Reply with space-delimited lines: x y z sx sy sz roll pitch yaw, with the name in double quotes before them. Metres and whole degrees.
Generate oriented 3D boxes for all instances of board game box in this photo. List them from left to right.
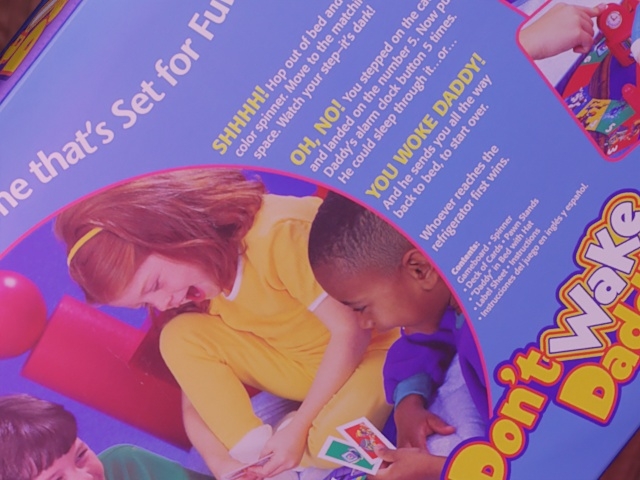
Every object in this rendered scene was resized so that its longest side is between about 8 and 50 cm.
"board game box" 0.000 0.000 0.563 0.233 0.078 0.347 38 91 -18
